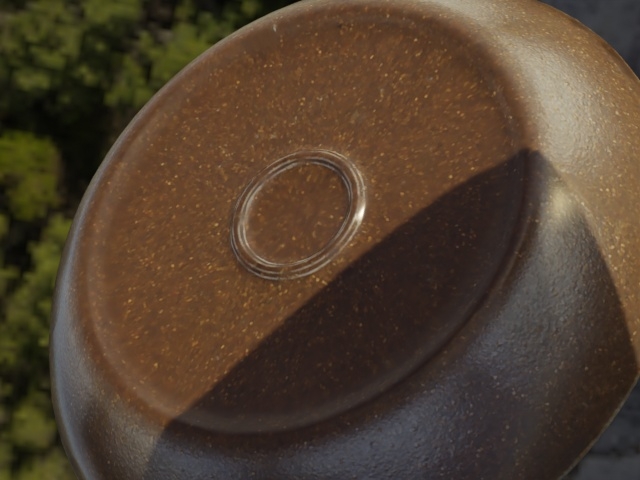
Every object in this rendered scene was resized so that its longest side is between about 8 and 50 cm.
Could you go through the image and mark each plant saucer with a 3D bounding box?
[{"bbox_3d":[0.000,0.000,0.530,0.199,0.036,0.198,-14,55,22],"label":"plant saucer"}]
